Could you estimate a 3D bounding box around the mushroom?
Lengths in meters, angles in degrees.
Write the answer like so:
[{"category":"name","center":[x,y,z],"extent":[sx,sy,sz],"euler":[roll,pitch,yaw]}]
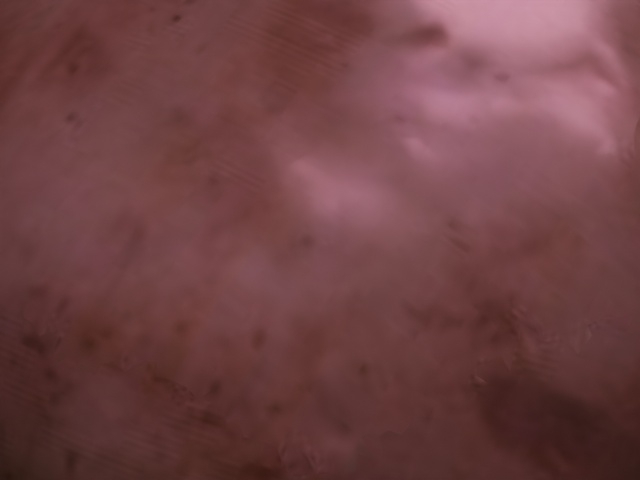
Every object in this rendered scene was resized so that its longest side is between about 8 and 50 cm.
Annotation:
[{"category":"mushroom","center":[0.000,0.000,0.404],"extent":[0.255,0.255,0.184],"euler":[28,-10,32]}]
